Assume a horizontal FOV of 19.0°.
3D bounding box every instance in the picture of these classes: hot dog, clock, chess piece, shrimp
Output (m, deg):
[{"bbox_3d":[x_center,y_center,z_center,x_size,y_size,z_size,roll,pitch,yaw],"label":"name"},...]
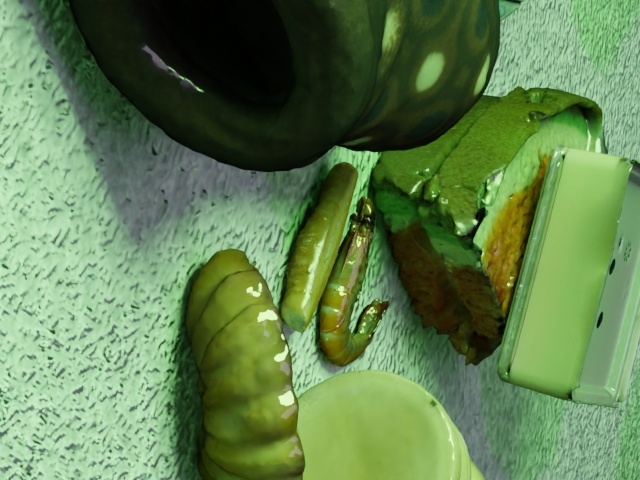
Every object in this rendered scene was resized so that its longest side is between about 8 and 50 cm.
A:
[{"bbox_3d":[-0.001,0.000,1.347,0.044,0.028,0.137,98,11,-61],"label":"hot dog"},{"bbox_3d":[0.214,0.031,1.520,0.147,0.071,0.192,14,90,-65],"label":"clock"},{"bbox_3d":[0.060,0.194,1.392,0.261,0.143,0.142,48,49,-64],"label":"chess piece"},{"bbox_3d":[0.028,0.030,1.404,0.091,0.025,0.127,-1,104,-63],"label":"shrimp"}]

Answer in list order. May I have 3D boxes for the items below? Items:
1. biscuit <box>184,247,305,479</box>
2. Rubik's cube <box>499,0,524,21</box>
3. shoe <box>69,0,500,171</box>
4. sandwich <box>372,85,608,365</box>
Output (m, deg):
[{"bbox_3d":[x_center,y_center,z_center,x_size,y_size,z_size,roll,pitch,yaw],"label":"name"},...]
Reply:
[{"bbox_3d":[-0.050,0.101,1.210,0.118,0.061,0.183,-141,-136,-70],"label":"biscuit"},{"bbox_3d":[0.128,-0.307,1.464,0.233,0.229,0.228,55,-14,3],"label":"Rubik's cube"},{"bbox_3d":[-0.012,-0.138,1.152,0.384,0.171,0.237,56,37,-48],"label":"shoe"},{"bbox_3d":[0.135,-0.027,1.542,0.292,0.109,0.212,-53,146,-42],"label":"sandwich"}]
